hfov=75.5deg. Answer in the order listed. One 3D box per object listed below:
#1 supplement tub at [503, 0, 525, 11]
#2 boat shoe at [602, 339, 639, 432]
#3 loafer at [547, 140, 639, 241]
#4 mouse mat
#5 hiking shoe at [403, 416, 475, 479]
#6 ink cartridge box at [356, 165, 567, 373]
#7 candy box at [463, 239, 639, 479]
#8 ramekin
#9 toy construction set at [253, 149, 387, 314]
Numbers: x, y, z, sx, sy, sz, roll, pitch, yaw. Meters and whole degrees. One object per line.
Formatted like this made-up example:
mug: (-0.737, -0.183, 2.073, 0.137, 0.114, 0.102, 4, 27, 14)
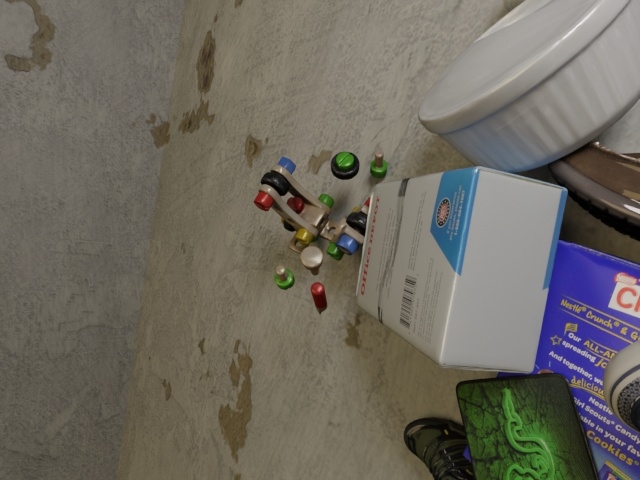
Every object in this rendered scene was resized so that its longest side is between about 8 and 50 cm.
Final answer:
supplement tub: (0.333, -0.372, 0.602, 0.107, 0.070, 0.071, 32, 109, 48)
boat shoe: (0.361, 0.133, 0.228, 0.340, 0.158, 0.127, -13, 112, 37)
loafer: (0.426, -0.034, 0.415, 0.365, 0.133, 0.130, 35, 104, 36)
mouse mat: (0.241, 0.259, 0.487, 0.152, 0.007, 0.190, -29, 63, 47)
hiking shoe: (0.203, 0.343, 0.618, 0.226, 0.114, 0.086, 16, 96, 50)
ink cartridge box: (0.171, 0.027, 0.603, 0.307, 0.128, 0.224, -161, 80, -76)
candy box: (0.352, 0.194, 0.460, 0.268, 0.122, 0.318, 32, 110, 48)
ramekin: (0.272, -0.205, 0.527, 0.273, 0.127, 0.273, -42, 18, 16)
toy construction set: (0.000, 0.000, 0.862, 0.237, 0.257, 0.309, 80, -165, -64)
